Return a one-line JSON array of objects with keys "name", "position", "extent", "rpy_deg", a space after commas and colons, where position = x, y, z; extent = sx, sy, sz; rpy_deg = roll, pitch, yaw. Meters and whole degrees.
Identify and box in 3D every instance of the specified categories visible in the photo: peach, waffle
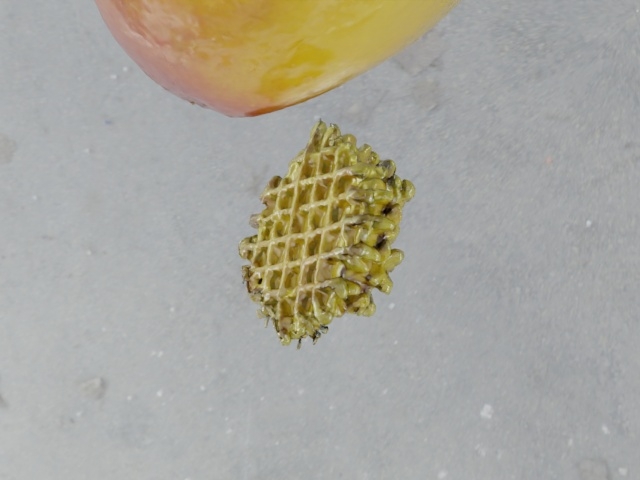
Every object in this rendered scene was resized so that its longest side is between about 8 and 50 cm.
[{"name": "peach", "position": [-0.012, -0.232, 0.480], "extent": [0.308, 0.289, 0.289], "rpy_deg": [-35, 90, 3]}, {"name": "waffle", "position": [0.000, 0.000, 0.819], "extent": [0.197, 0.070, 0.193], "rpy_deg": [-59, 36, 10]}]
